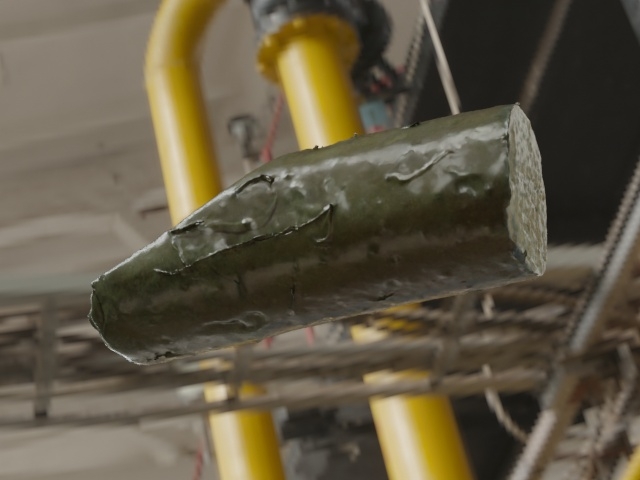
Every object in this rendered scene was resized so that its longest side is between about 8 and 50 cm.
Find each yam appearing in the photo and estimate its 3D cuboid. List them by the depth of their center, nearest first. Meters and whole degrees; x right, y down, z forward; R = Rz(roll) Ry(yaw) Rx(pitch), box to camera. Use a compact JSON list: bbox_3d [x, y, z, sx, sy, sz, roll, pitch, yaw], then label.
[{"bbox_3d":[0.000,0.000,0.984,0.259,0.106,0.106,-12,-35,24],"label":"yam"}]
